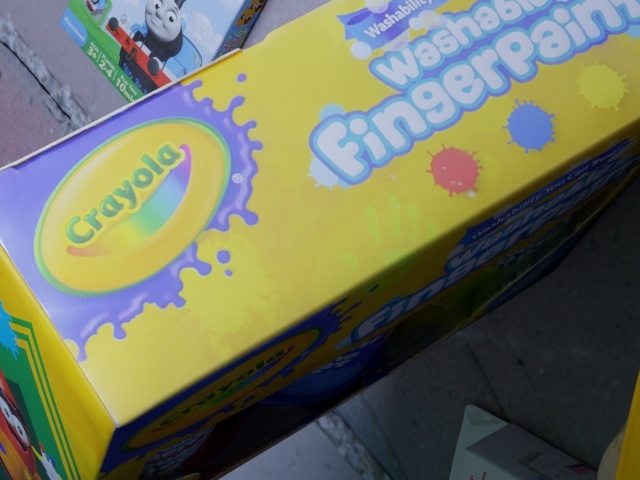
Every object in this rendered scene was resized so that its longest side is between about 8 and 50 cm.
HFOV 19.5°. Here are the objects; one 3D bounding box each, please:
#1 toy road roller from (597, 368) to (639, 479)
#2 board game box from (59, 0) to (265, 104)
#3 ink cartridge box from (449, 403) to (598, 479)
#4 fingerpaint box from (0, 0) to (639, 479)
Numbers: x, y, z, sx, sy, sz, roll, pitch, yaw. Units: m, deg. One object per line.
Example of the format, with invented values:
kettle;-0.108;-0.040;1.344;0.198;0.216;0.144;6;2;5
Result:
toy road roller;0.328;0.070;1.158;0.241;0.202;0.329;21;122;18
board game box;-0.127;-0.211;1.576;0.160;0.039;0.211;48;129;20
ink cartridge box;0.164;0.223;1.444;0.198;0.067;0.115;29;122;32
fingerpaint box;0.000;0.000;1.179;0.163;0.445;0.371;55;157;12
